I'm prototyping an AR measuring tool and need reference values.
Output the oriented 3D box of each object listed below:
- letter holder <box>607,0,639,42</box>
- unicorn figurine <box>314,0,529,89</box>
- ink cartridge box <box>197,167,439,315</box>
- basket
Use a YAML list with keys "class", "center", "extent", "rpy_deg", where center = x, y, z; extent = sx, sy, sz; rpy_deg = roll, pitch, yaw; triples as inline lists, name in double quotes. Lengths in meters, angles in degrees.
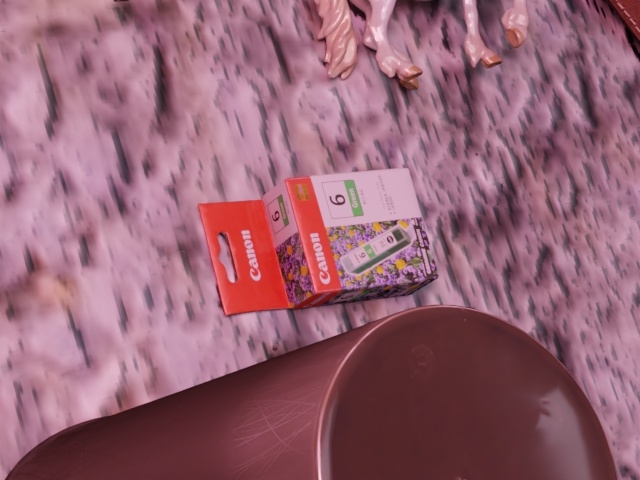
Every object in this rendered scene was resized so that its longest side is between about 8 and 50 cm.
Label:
- class: "letter holder"
  center: [0.267, -0.226, 1.006]
  extent: [0.302, 0.214, 0.152]
  rpy_deg: [48, 22, -17]
- class: "unicorn figurine"
  center: [0.066, -0.146, 0.901]
  extent: [0.162, 0.060, 0.111]
  rpy_deg: [-13, 78, -35]
- class: "ink cartridge box"
  center: [0.000, 0.000, 0.818]
  extent: [0.115, 0.029, 0.063]
  rpy_deg: [-6, 74, -33]
- class: "basket"
  center: [-0.003, 0.119, 0.644]
  extent: [0.204, 0.227, 0.154]
  rpy_deg: [24, 59, -20]
